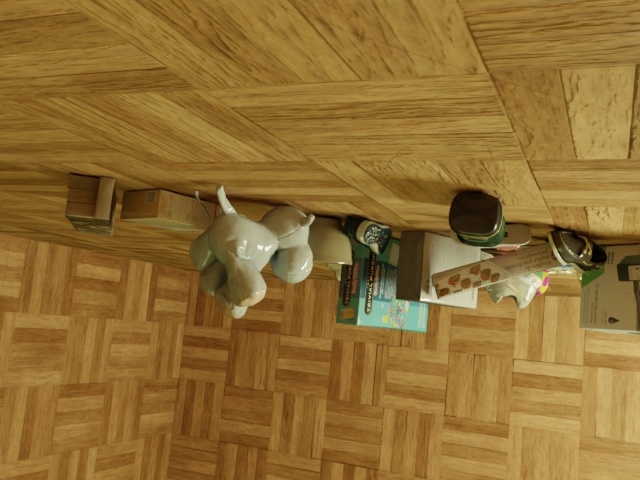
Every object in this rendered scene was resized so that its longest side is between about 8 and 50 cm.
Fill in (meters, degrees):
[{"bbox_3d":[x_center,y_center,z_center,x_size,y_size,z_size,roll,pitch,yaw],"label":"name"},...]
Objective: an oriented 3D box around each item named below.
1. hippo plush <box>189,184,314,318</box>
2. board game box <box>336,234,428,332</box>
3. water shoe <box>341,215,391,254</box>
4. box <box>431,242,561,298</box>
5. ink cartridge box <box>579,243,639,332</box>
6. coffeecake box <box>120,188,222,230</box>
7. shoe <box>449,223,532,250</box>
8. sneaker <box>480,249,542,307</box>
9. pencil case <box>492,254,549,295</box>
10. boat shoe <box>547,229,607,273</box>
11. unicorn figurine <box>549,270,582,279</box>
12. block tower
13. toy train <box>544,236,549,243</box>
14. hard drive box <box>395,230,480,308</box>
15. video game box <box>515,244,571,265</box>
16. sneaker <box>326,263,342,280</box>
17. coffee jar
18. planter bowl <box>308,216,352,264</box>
[{"bbox_3d":[-0.146,0.008,1.541,0.236,0.294,0.234,-17,-173,-34],"label":"hippo plush"},{"bbox_3d":[0.189,0.123,1.945,0.079,0.254,0.336,0,171,42],"label":"board game box"},{"bbox_3d":[0.114,-0.022,1.666,0.080,0.073,0.203,26,177,23],"label":"water shoe"},{"bbox_3d":[0.434,0.071,1.677,0.323,0.063,0.067,-16,172,4],"label":"box"},{"bbox_3d":[0.775,0.116,1.620,0.121,0.211,0.289,12,170,-32],"label":"ink cartridge box"},{"bbox_3d":[-0.343,-0.065,1.591,0.142,0.068,0.185,-1,171,40],"label":"coffeecake box"},{"bbox_3d":[0.372,-0.006,1.525,0.177,0.064,0.081,1,168,1],"label":"shoe"},{"bbox_3d":[0.486,0.107,1.935,0.262,0.121,0.099,25,179,6],"label":"sneaker"},{"bbox_3d":[0.558,0.097,2.034,0.236,0.105,0.104,11,173,-2],"label":"pencil case"},{"bbox_3d":[0.575,0.017,1.531,0.068,0.081,0.227,-22,154,32],"label":"boat shoe"},{"bbox_3d":[0.738,0.089,2.085,0.111,0.060,0.162,11,-172,-39],"label":"unicorn figurine"},{"bbox_3d":[-0.517,-0.075,1.557,0.097,0.091,0.335,7,172,-16],"label":"block tower"},{"bbox_3d":[0.574,0.000,1.622,0.083,0.017,0.023,3,-177,18],"label":"toy train"},{"bbox_3d":[0.314,0.081,1.808,0.232,0.181,0.089,12,171,-39],"label":"hard drive box"},{"bbox_3d":[0.629,0.051,1.866,0.187,0.048,0.205,6,174,19],"label":"video game box"},{"bbox_3d":[0.113,0.073,2.157,0.152,0.114,0.305,5,173,14],"label":"sneaker"},{"bbox_3d":[0.293,-0.037,1.277,0.096,0.079,0.184,7,175,17],"label":"coffee jar"},{"bbox_3d":[0.000,0.000,1.672,0.162,0.109,0.162,3,177,0],"label":"planter bowl"}]
